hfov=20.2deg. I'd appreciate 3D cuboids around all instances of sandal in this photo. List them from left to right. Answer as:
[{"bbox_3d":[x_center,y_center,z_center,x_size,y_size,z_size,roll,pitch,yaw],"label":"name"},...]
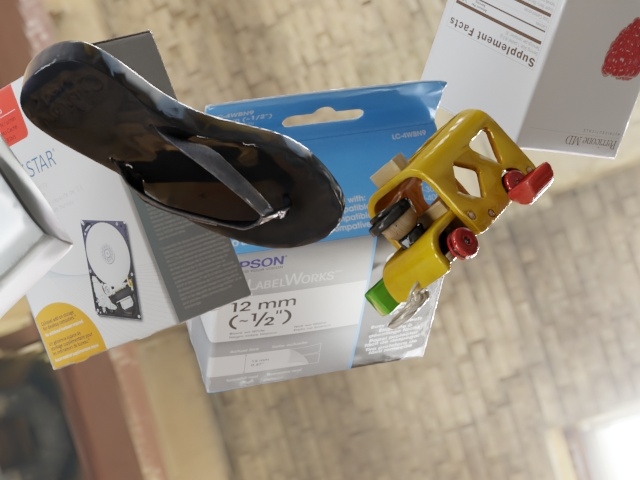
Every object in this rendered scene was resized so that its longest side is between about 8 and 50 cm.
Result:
[{"bbox_3d":[-0.099,-0.051,1.272,0.254,0.097,0.054,25,-141,-24],"label":"sandal"}]

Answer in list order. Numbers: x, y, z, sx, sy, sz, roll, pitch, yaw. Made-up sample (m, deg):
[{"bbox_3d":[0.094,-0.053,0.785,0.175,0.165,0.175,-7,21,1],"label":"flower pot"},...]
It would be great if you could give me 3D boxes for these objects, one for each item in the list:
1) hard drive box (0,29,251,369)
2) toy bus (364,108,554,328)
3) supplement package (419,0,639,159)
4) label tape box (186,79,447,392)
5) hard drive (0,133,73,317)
[{"bbox_3d":[-0.180,-0.030,1.474,0.089,0.181,0.232,-20,-92,-44],"label":"hard drive box"},{"bbox_3d":[0.094,-0.030,1.553,0.104,0.191,0.202,48,-179,-2],"label":"toy bus"},{"bbox_3d":[0.264,-0.259,1.994,0.177,0.175,0.293,3,-67,-41],"label":"supplement package"},{"bbox_3d":[0.000,0.000,1.838,0.249,0.347,0.115,-8,-126,-14],"label":"label tape box"},{"bbox_3d":[-0.356,0.039,1.250,0.233,0.353,0.047,52,-169,29],"label":"hard drive"}]
